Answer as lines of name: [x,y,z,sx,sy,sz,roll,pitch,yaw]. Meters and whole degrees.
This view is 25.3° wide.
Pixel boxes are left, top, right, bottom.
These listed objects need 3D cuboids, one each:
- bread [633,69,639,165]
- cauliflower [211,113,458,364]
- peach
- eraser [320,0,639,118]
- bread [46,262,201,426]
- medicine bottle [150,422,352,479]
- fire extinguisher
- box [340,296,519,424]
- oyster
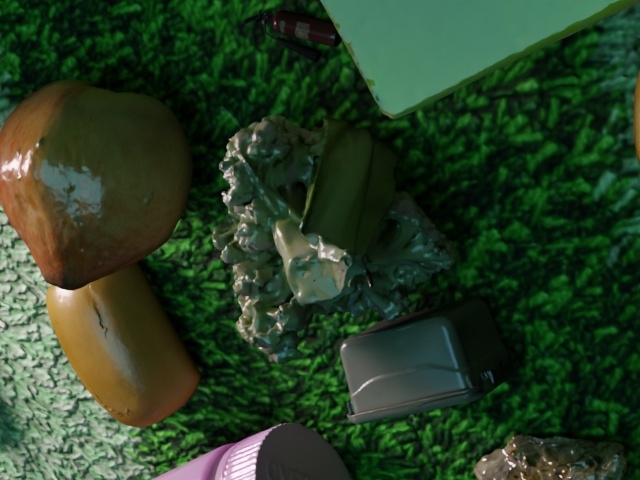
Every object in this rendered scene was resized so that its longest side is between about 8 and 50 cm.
bread: [0.430,-0.100,1.183,0.333,0.160,0.333,13,118,25]
cauliflower: [0.000,0.000,1.391,0.238,0.315,0.256,-22,108,5]
peach: [-0.250,-0.057,1.539,0.232,0.232,0.233,12,117,24]
eraser: [0.137,-0.257,1.286,0.274,0.092,0.210,-26,99,25]
bread: [-0.242,0.121,1.689,0.147,0.098,0.217,-30,97,31]
medicine bottle: [-0.114,0.338,1.667,0.290,0.178,0.178,-29,96,34]
fire extinguisher: [-0.024,-0.212,1.464,0.100,0.032,0.046,17,153,21]
box: [0.107,0.122,1.490,0.172,0.124,0.093,-17,93,32]
oyster: [0.239,0.275,1.513,0.209,0.072,0.133,-7,105,33]
